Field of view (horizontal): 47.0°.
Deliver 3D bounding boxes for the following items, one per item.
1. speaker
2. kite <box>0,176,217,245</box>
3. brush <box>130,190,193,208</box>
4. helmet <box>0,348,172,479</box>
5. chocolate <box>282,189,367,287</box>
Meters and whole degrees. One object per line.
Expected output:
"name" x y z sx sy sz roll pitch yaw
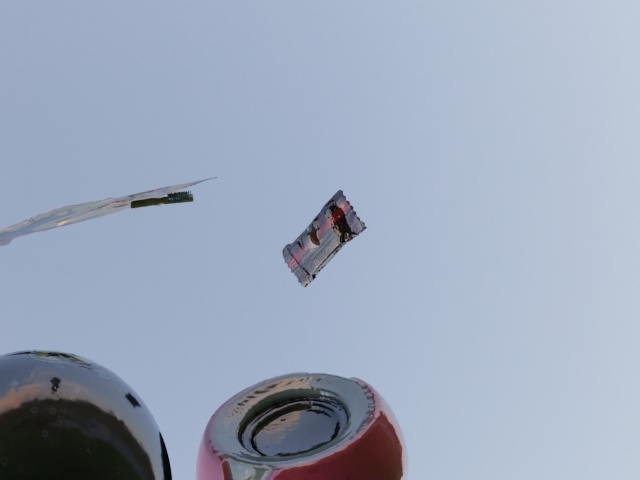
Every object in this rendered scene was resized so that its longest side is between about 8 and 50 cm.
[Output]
"speaker" -0.018 0.312 1.011 0.294 0.294 0.294 -9 -75 -39
"kite" -0.302 -0.044 1.028 0.328 0.377 0.013 -18 -87 -8
"brush" -0.211 -0.054 0.980 0.084 0.016 0.013 -8 -44 -9
"helmet" -0.204 0.200 0.574 0.160 0.278 0.230 -33 -39 9
"chocolate" 0.000 0.000 1.203 0.028 0.182 0.086 -12 -115 -52
